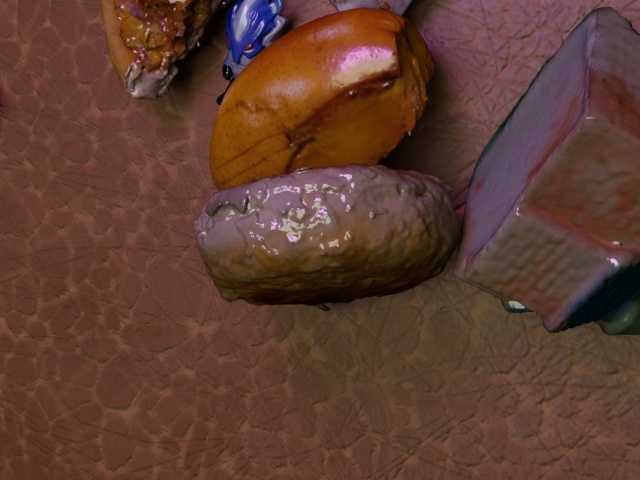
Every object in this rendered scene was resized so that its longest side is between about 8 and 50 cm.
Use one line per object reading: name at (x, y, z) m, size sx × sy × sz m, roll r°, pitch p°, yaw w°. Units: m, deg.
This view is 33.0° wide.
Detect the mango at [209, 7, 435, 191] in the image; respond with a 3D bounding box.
mango at (-0.007, -0.153, 1.347) m, size 0.350 × 0.201 × 0.199 m, roll -27°, pitch 64°, yaw 35°

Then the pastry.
pastry at (0.000, 0.000, 1.274) m, size 0.330 × 0.330 × 0.136 m, roll -11°, pitch 79°, yaw 23°

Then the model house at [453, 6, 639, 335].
model house at (0.342, -0.042, 1.205) m, size 0.280 × 0.245 × 0.312 m, roll 24°, pitch 135°, yaw -9°

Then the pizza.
pizza at (-0.195, -0.386, 1.410) m, size 0.278 × 0.114 × 0.408 m, roll 13°, pitch 97°, yaw 39°

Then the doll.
doll at (-0.091, -0.266, 1.424) m, size 0.096 × 0.070 × 0.195 m, roll 26°, pitch 114°, yaw 27°

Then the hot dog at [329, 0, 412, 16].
hot dog at (0.095, -0.372, 1.292) m, size 0.144 × 0.075 × 0.268 m, roll 29°, pitch 127°, yaw -16°
